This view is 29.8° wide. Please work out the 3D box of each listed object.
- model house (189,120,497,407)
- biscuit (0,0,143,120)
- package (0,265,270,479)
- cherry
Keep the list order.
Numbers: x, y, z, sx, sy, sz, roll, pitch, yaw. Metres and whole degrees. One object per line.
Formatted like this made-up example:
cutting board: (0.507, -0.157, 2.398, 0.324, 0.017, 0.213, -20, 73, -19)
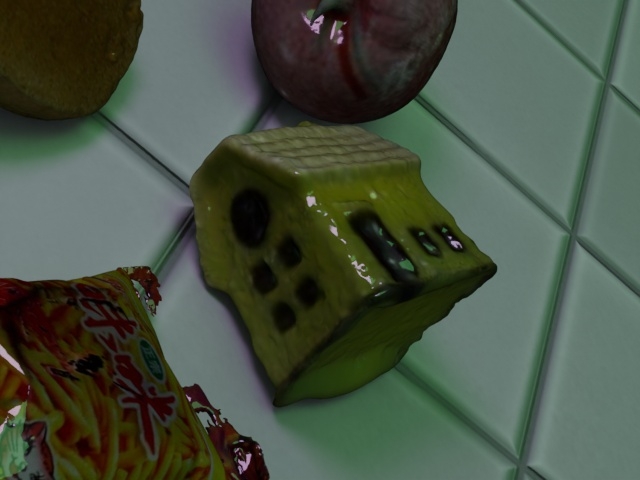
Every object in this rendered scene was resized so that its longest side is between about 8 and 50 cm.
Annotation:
model house: (0.000, 0.000, 1.067, 0.193, 0.175, 0.234, -11, 56, -47)
biscuit: (-0.246, -0.259, 0.965, 0.344, 0.057, 0.287, 47, 51, -59)
package: (-0.189, 0.105, 0.828, 0.288, 0.108, 0.223, 8, 47, -49)
cherry: (0.035, -0.242, 1.236, 0.213, 0.236, 0.285, 38, 25, 9)
